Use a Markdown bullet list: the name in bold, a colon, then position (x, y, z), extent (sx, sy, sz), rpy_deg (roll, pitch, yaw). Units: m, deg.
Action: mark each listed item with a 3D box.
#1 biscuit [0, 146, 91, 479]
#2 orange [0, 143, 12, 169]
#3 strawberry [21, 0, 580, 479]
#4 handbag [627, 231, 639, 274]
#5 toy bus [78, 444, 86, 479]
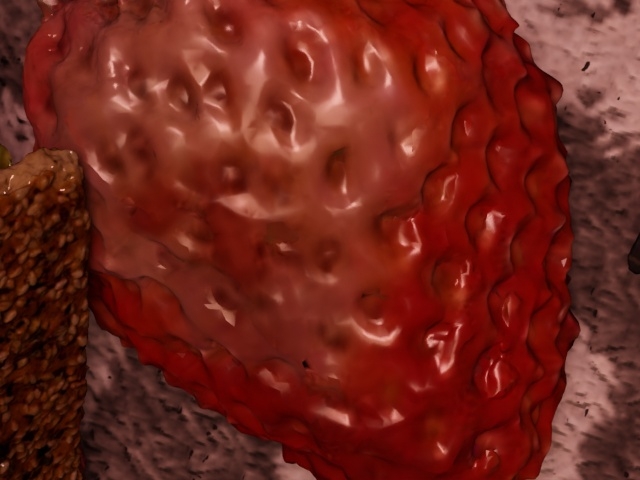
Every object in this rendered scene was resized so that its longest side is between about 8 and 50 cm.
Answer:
- **biscuit**: position (-0.160, 0.067, 0.855), extent (0.025, 0.131, 0.231), rpy_deg (40, 142, 31)
- **orange**: position (-0.287, -0.029, 0.885), extent (0.301, 0.223, 0.300), rpy_deg (6, 119, 5)
- **strawberry**: position (0.000, 0.000, 0.891), extent (0.265, 0.149, 0.336), rpy_deg (-28, 101, 12)
- **handbag**: position (0.294, -0.037, 0.876), extent (0.254, 0.089, 0.211), rpy_deg (21, 104, -2)
- **toy bus**: position (-0.153, 0.151, 0.997), extent (0.077, 0.065, 0.192), rpy_deg (-19, 102, 1)
